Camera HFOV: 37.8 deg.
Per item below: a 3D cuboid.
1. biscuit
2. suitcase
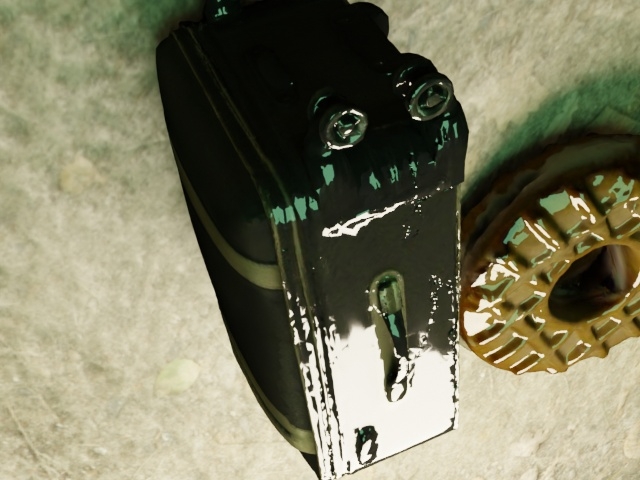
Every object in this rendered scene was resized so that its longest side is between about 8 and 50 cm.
[{"bbox_3d":[0.289,0.025,1.071,0.332,0.103,0.332,-13,135,-14],"label":"biscuit"},{"bbox_3d":[0.000,0.000,0.791,0.194,0.283,0.434,-21,136,-11],"label":"suitcase"}]
